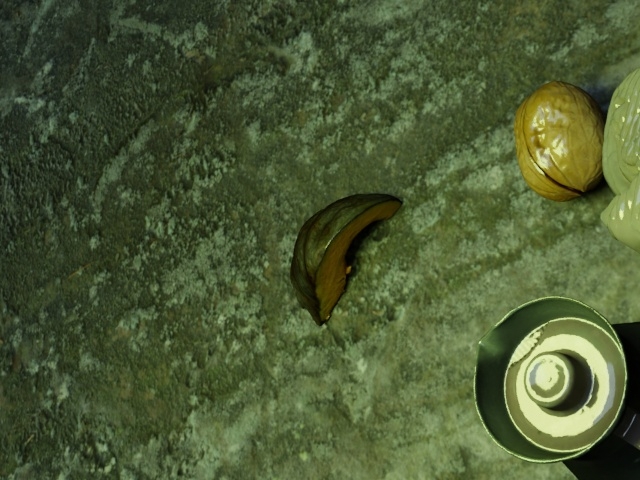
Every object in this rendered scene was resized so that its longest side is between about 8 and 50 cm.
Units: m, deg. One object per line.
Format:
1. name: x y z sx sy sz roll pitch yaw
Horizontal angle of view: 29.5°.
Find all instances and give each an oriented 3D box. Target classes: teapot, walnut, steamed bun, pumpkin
1. teapot: 0.375 0.213 1.517 0.300 0.344 0.253 31 97 40
2. walnut: 0.354 -0.141 1.789 0.144 0.144 0.180 -28 63 28
3. steamed bun: 0.537 -0.109 1.593 0.324 0.220 0.309 -40 35 51
4. pumpkin: 0.000 0.000 2.009 0.130 0.149 0.254 40 101 31
